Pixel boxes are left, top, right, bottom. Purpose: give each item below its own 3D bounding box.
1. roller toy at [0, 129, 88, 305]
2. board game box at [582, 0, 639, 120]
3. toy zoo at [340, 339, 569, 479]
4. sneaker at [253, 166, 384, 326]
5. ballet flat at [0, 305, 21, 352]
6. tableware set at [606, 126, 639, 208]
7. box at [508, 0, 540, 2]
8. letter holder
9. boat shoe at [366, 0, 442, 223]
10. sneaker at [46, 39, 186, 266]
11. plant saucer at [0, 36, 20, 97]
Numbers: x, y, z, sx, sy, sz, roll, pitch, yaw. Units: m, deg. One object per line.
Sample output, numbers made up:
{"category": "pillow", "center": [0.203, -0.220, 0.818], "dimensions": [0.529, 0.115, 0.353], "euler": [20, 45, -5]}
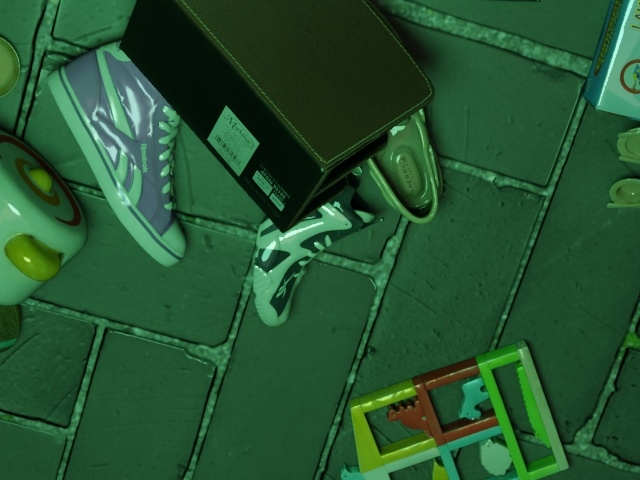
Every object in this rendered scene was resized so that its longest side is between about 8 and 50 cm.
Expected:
{"category": "roller toy", "center": [-0.380, -0.033, 1.700], "dimensions": [0.146, 0.209, 0.191], "euler": [-41, 98, 10]}
{"category": "board game box", "center": [0.509, -0.275, 1.709], "dimensions": [0.302, 0.086, 0.308], "euler": [13, 107, -6]}
{"category": "toy zoo", "center": [0.165, 0.267, 1.898], "dimensions": [0.293, 0.030, 0.192], "euler": [-19, 107, 4]}
{"category": "sneaker", "center": [0.000, 0.000, 1.775], "dimensions": [0.153, 0.094, 0.235], "euler": [6, 97, 5]}
{"category": "ballet flat", "center": [-0.540, 0.064, 1.764], "dimensions": [0.342, 0.124, 0.116], "euler": [25, 103, -9]}
{"category": "tableware set", "center": [0.433, -0.083, 1.762], "dimensions": [0.141, 0.020, 0.168], "euler": [4, 144, 8]}
{"category": "box", "center": [0.173, -0.362, 1.676], "dimensions": [0.180, 0.077, 0.147], "euler": [3, 108, -3]}
{"category": "letter holder", "center": [-0.045, -0.202, 1.648], "dimensions": [0.214, 0.152, 0.302], "euler": [-36, 80, -33]}
{"category": "boat shoe", "center": [0.074, -0.161, 1.725], "dimensions": [0.109, 0.098, 0.302], "euler": [-21, 107, 5]}
{"category": "sneaker", "center": [-0.199, -0.113, 1.734], "dimensions": [0.161, 0.102, 0.282], "euler": [-26, 106, 3]}
{"category": "plant saucer", "center": [-0.409, -0.214, 1.737], "dimensions": [0.083, 0.015, 0.083], "euler": [0, 108, -1]}
